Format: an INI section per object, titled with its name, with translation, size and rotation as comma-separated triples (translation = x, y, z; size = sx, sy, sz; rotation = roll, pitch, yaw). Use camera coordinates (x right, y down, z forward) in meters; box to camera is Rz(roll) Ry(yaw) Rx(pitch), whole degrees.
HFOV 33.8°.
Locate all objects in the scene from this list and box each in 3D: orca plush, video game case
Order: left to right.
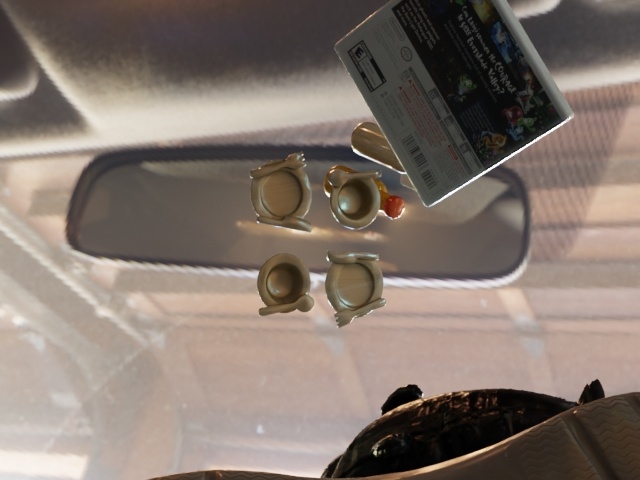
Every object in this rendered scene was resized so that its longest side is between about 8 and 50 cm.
[orca plush]
translation = 0.095, 0.189, 0.874
size = 0.287, 0.151, 0.102
rotation = -10, -17, 37
[video game case]
translation = 0.122, -0.154, 1.006
size = 0.173, 0.190, 0.022
rotation = -33, -7, 34

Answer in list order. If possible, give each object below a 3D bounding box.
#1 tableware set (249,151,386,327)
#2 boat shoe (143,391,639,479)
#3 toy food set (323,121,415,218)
[tableware set]
translation = 0.000, 0.000, 0.992
size = 0.141, 0.168, 0.020
rotation = -3, 1, -28
[boat shoe]
translation = 0.016, 0.144, 0.392
size = 0.324, 0.123, 0.116
rotation = -9, -24, 2
[toy food set]
translation = 0.125, -0.099, 1.183
size = 0.104, 0.232, 0.111
rotation = 29, -56, 45
